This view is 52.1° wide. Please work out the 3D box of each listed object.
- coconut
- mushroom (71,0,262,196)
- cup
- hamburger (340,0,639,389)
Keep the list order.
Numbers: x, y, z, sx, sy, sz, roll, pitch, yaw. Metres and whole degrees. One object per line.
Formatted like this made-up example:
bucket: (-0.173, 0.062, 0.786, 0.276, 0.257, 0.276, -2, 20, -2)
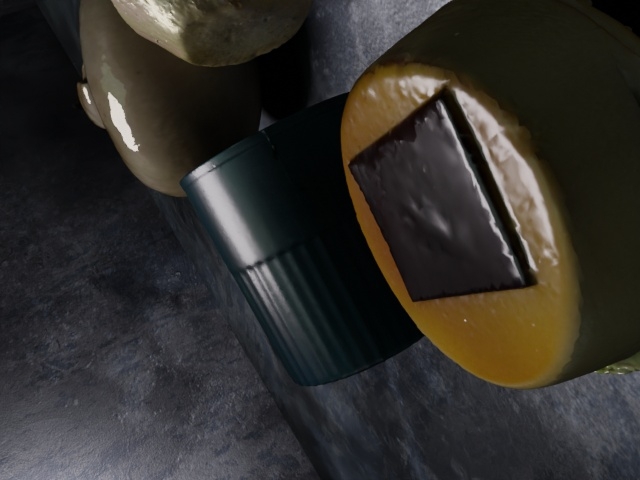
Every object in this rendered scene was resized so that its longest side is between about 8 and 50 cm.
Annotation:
coconut: (-0.121, -0.326, 0.688, 0.259, 0.259, 0.259, 50, 157, 31)
mushroom: (-0.240, -0.238, 0.949, 0.362, 0.294, 0.362, -7, -90, -85)
cup: (-0.012, 0.007, 0.839, 0.308, 0.242, 0.292, -22, 97, 60)
hamburger: (0.147, -0.036, 0.489, 0.300, 0.176, 0.300, 52, 159, 30)
